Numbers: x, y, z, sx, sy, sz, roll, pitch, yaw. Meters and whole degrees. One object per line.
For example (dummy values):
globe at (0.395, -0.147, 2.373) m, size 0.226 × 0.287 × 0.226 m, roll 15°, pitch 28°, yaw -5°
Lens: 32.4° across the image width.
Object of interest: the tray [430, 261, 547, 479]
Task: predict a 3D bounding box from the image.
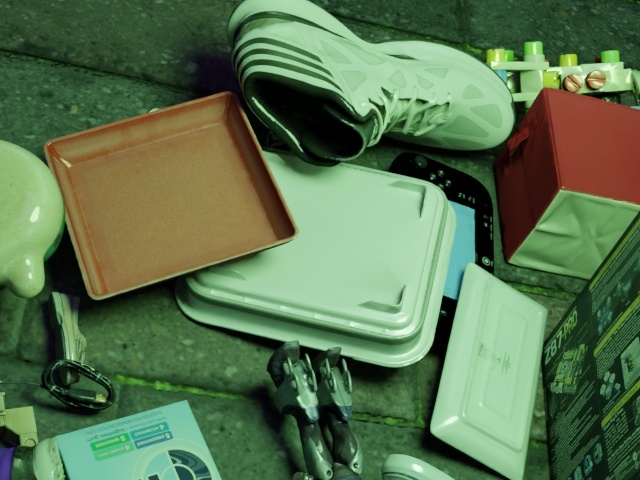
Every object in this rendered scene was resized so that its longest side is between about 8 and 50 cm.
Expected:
tray at (0.228, 0.159, 1.407) m, size 0.145 × 0.030 × 0.270 m, roll 30°, pitch 51°, yaw -16°

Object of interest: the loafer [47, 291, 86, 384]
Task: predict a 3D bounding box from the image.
loafer at (-0.289, 0.111, 1.283) m, size 0.039 × 0.045 × 0.125 m, roll 1°, pitch 49°, yaw -28°

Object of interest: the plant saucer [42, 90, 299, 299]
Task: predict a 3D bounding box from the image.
plant saucer at (-0.188, -0.052, 1.365) m, size 0.258 × 0.047 × 0.259 m, roll -17°, pitch 55°, yaw -12°

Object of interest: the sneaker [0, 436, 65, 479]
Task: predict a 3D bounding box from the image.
sneaker at (-0.318, 0.338, 1.059) m, size 0.146 × 0.102 × 0.293 m, roll -4°, pitch 55°, yaw -9°

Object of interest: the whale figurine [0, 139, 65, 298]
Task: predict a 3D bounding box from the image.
whale figurine at (-0.411, 0.016, 1.277) m, size 0.216 × 0.141 × 0.272 m, roll 26°, pitch 72°, yaw 8°

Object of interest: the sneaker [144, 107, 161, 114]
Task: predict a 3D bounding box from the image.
sneaker at (-0.222, -0.105, 1.477) m, size 0.075 × 0.057 × 0.161 m, roll 21°, pitch 52°, yaw -7°

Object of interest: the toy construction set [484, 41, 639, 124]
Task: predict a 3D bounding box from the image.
toy construction set at (0.401, -0.236, 1.711) m, size 0.328 × 0.215 × 0.151 m, roll 11°, pitch 92°, yaw 2°

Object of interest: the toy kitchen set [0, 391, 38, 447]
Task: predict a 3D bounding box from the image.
toy kitchen set at (-0.342, 0.210, 1.164) m, size 0.083 × 0.068 × 0.075 m, roll -4°, pitch 54°, yaw -23°

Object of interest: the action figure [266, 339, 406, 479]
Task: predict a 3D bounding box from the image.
action figure at (0.019, 0.258, 1.243) m, size 0.185 × 0.099 × 0.285 m, roll 1°, pitch 56°, yaw -36°

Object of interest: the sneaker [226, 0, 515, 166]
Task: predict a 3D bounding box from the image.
sneaker at (0.081, -0.164, 1.507) m, size 0.447 × 0.169 × 0.257 m, roll 16°, pitch 40°, yaw -19°

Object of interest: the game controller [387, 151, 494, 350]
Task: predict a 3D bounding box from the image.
game controller at (0.163, 0.014, 1.515) m, size 0.166 × 0.067 × 0.319 m, roll 14°, pitch 50°, yaw -9°

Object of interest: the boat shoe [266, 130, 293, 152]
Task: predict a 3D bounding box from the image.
boat shoe at (-0.043, -0.136, 1.568) m, size 0.063 × 0.066 × 0.184 m, roll -6°, pitch 65°, yaw -26°

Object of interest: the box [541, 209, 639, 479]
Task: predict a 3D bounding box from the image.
box at (0.376, 0.152, 1.264) m, size 0.097 × 0.395 × 0.318 m, roll 11°, pitch 49°, yaw -10°

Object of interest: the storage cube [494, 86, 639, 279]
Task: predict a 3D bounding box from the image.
storage cube at (0.376, -0.075, 1.590) m, size 0.215 × 0.183 × 0.193 m, roll 11°, pitch 51°, yaw -13°

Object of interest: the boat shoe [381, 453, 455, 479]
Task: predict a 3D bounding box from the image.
boat shoe at (0.135, 0.321, 1.187) m, size 0.226 × 0.083 × 0.076 m, roll 47°, pitch 53°, yaw -27°

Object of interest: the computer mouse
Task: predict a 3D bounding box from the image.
computer mouse at (-0.344, 0.159, 1.199) m, size 0.242 × 0.041 × 0.071 m, roll 5°, pitch 92°, yaw -16°

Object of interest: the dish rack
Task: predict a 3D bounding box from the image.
dish rack at (0.000, 0.000, 1.407) m, size 0.333 × 0.072 × 0.285 m, roll 12°, pitch 55°, yaw 6°

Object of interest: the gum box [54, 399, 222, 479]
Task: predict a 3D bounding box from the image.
gum box at (-0.185, 0.277, 1.187) m, size 0.157 × 0.041 × 0.184 m, roll -13°, pitch 57°, yaw -29°
